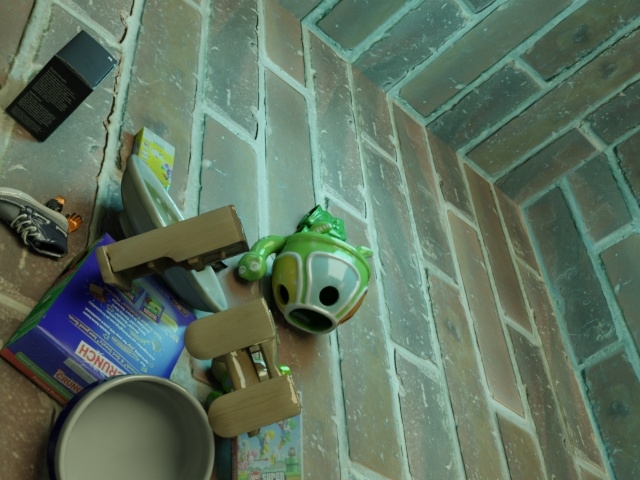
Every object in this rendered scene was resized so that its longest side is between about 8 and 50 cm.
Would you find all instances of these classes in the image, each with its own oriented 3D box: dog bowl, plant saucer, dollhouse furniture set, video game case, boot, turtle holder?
[{"bbox_3d":[-0.320,0.358,1.441,0.265,0.104,0.265,4,82,-29],"label":"dog bowl"},{"bbox_3d":[-0.341,0.007,1.853,0.400,0.100,0.400,61,-2,3],"label":"plant saucer"},{"bbox_3d":[-0.211,0.169,1.536,0.362,0.256,0.394,97,-25,-82],"label":"dollhouse furniture set"},{"bbox_3d":[-0.108,0.453,1.758,0.204,0.025,0.285,14,69,-49],"label":"video game case"},{"bbox_3d":[-0.574,-0.034,1.674,0.190,0.069,0.086,27,35,-42],"label":"boot"},{"bbox_3d":[-0.025,0.094,2.181,0.320,0.243,0.227,44,45,-35],"label":"turtle holder"}]

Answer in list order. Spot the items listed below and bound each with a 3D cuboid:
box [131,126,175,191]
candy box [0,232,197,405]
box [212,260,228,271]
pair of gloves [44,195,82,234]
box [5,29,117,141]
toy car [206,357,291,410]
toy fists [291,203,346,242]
[{"bbox_3d":[-0.418,-0.192,2.118,0.105,0.043,0.179,36,30,-30],"label":"box"},{"bbox_3d":[-0.407,0.180,1.631,0.268,0.122,0.317,46,28,-16],"label":"candy box"},{"bbox_3d":[-0.267,0.019,2.055,0.094,0.027,0.137,60,-1,12],"label":"box"},{"bbox_3d":[-0.544,-0.056,1.807,0.083,0.010,0.074,46,29,-11],"label":"pair of gloves"},{"bbox_3d":[-0.569,-0.340,1.882,0.108,0.207,0.153,43,30,-18],"label":"box"},{"bbox_3d":[-0.184,0.271,1.860,0.155,0.149,0.188,2,44,-43],"label":"toy car"},{"bbox_3d":[0.000,0.000,2.472,0.142,0.096,0.279,49,27,-10],"label":"toy fists"}]
